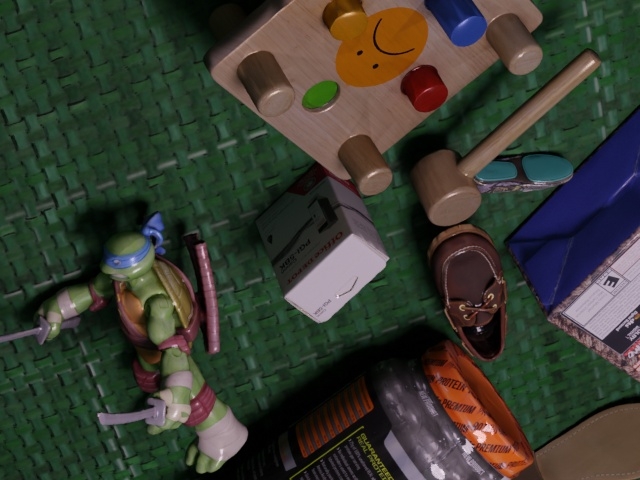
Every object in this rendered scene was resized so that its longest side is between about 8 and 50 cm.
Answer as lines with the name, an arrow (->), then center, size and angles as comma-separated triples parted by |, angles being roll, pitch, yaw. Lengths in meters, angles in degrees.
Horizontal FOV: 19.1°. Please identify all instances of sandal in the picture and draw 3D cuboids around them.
sandal -> 0.318, 0.259, 2.232 | 0.240, 0.088, 0.079 | -23, 160, 8

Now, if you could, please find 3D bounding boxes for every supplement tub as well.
supplement tub -> 0.047, 0.267, 2.052 | 0.338, 0.207, 0.207 | -36, 128, 11

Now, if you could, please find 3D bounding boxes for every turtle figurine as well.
turtle figurine -> -0.199, 0.134, 1.888 | 0.197, 0.275, 0.266 | 0, 139, 26

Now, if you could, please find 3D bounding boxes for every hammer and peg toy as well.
hammer and peg toy -> 0.084, -0.171, 1.784 | 0.266, 0.127, 0.361 | -39, 143, 12

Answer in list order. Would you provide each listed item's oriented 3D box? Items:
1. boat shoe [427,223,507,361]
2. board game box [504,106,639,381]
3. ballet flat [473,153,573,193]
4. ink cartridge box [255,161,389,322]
boat shoe -> 0.162, 0.057, 1.977 | 0.073, 0.073, 0.207 | -21, 149, 4
board game box -> 0.388, 0.027, 2.026 | 0.291, 0.141, 0.232 | 33, 110, -34
ballet flat -> 0.203, -0.067, 1.970 | 0.114, 0.041, 0.041 | -3, 126, -16
ink cartridge box -> 0.000, 0.000, 1.885 | 0.099, 0.135, 0.056 | -44, 125, 15
